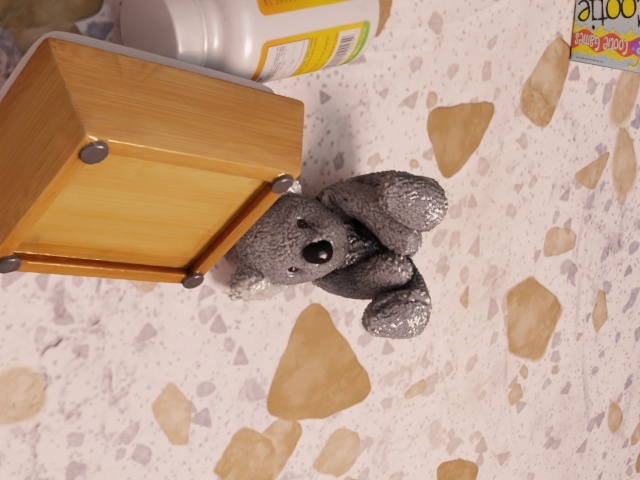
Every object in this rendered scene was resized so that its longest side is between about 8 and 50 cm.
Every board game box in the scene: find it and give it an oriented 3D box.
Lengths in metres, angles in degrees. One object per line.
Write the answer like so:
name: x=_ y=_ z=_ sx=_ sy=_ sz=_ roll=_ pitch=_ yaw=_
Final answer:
board game box: x=0.466 y=-0.389 z=1.523 sx=0.144 sy=0.142 sz=0.275 roll=-15 pitch=115 yaw=-40

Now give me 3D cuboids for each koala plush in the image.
koala plush: x=0.000 y=0.000 z=1.231 sx=0.221 sy=0.203 sz=0.196 roll=-1 pitch=108 yaw=-22

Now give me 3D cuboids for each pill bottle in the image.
pill bottle: x=-0.071 y=-0.226 z=1.075 sx=0.245 sy=0.136 sz=0.136 roll=-20 pitch=118 yaw=-37

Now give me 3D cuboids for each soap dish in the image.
soap dish: x=-0.174 y=-0.059 z=0.987 sx=0.290 sy=0.118 sz=0.229 roll=7 pitch=138 yaw=-46
